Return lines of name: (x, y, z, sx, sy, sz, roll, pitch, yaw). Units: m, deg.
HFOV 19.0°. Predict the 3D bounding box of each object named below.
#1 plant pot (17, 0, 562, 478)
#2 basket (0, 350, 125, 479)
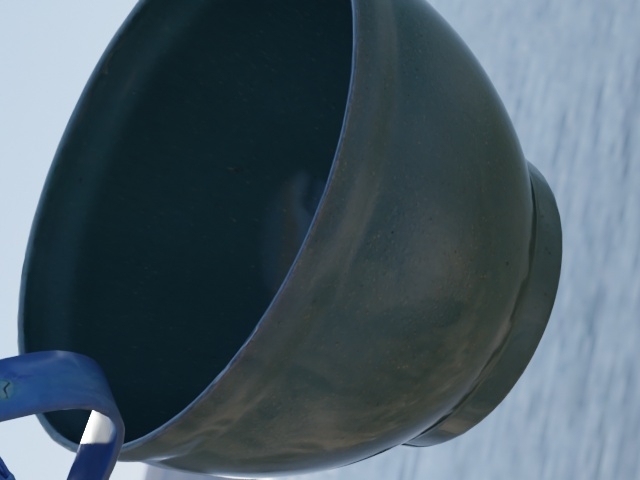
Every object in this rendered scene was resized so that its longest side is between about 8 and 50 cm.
plant pot: (0.000, 0.000, 1.003, 0.293, 0.196, 0.293, -34, 44, 40)
basket: (-0.216, 0.153, 0.716, 0.289, 0.254, 0.201, 114, 143, -49)
